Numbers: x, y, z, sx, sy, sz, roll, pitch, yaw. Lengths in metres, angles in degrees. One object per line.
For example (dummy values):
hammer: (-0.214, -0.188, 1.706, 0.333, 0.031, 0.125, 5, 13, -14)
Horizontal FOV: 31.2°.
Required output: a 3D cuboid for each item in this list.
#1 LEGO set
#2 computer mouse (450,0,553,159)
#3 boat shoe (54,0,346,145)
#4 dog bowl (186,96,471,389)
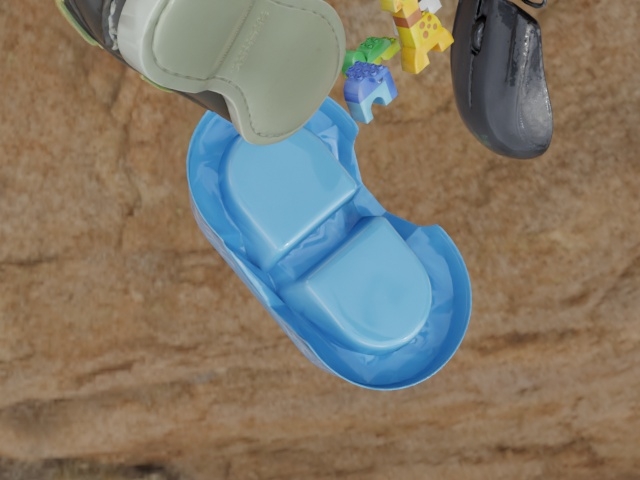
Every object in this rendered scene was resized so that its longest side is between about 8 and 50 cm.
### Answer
LEGO set: (0.051, -0.195, 1.072, 0.227, 0.087, 0.093, -45, 131, -26)
computer mouse: (0.181, -0.198, 1.261, 0.072, 0.188, 0.272, -31, 123, -21)
boat shoe: (-0.050, -0.104, 0.558, 0.081, 0.069, 0.228, -57, 163, 5)
dog bowl: (0.000, 0.000, 1.008, 0.166, 0.074, 0.297, -41, 93, -22)
